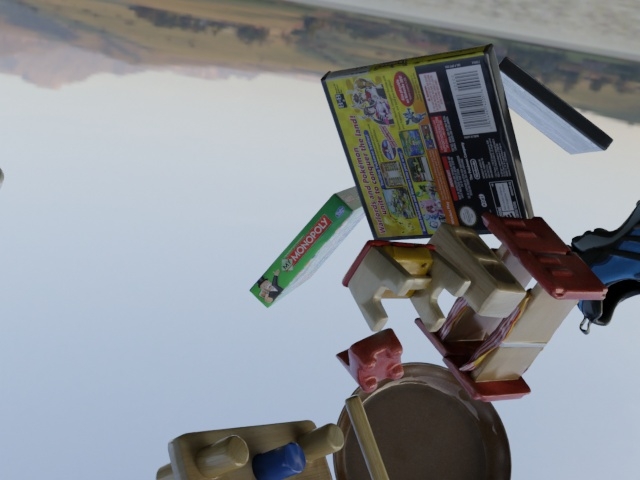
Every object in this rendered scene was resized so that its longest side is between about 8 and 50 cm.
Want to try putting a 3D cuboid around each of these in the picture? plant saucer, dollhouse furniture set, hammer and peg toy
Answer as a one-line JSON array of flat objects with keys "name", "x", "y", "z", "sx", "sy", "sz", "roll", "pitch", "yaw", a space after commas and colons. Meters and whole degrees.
[{"name": "plant saucer", "x": 0.163, "y": 0.357, "z": 1.517, "sx": 0.311, "sy": 0.310, "sz": 0.050, "roll": 6, "pitch": 160, "yaw": -15}, {"name": "dollhouse furniture set", "x": 0.148, "y": 0.078, "z": 1.120, "sx": 0.374, "sy": 0.201, "sz": 0.152, "roll": 5, "pitch": -143, "yaw": -39}, {"name": "hammer and peg toy", "x": -0.025, "y": 0.340, "z": 1.124, "sx": 0.127, "sy": 0.265, "sz": 0.361, "roll": -30, "pitch": 159, "yaw": 31}]

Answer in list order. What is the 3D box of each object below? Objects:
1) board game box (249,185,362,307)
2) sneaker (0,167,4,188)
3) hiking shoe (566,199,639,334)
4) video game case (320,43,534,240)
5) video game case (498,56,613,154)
[{"name": "board game box", "x": 0.000, "y": 0.000, "z": 1.604, "sx": 0.046, "sy": 0.213, "sz": 0.317, "roll": 43, "pitch": -168, "yaw": 4}, {"name": "sneaker", "x": -0.383, "y": 0.018, "z": 0.774, "sx": 0.094, "sy": 0.151, "sz": 0.256, "roll": 36, "pitch": -153, "yaw": 12}, {"name": "hiking shoe", "x": 0.480, "y": 0.009, "z": 1.299, "sx": 0.113, "sy": 0.304, "sz": 0.132, "roll": 21, "pitch": -140, "yaw": -41}, {"name": "video game case", "x": 0.153, "y": -0.127, "z": 1.304, "sx": 0.248, "sy": 0.274, "sz": 0.035, "roll": -4, "pitch": -150, "yaw": 30}, {"name": "video game case", "x": 0.346, "y": -0.204, "z": 1.445, "sx": 0.196, "sy": 0.026, "sz": 0.274, "roll": 38, "pitch": -173, "yaw": 2}]
